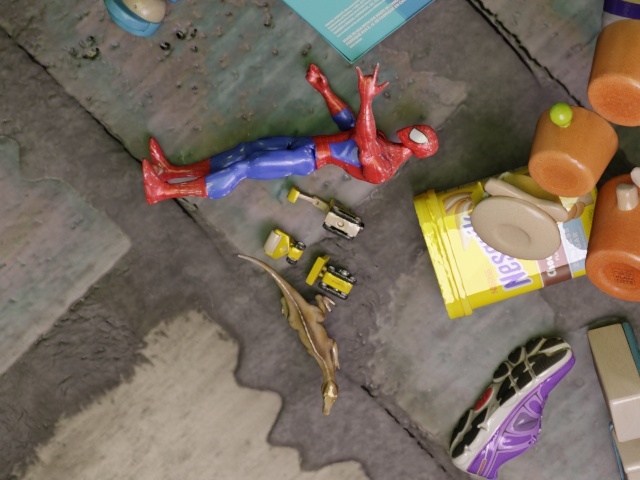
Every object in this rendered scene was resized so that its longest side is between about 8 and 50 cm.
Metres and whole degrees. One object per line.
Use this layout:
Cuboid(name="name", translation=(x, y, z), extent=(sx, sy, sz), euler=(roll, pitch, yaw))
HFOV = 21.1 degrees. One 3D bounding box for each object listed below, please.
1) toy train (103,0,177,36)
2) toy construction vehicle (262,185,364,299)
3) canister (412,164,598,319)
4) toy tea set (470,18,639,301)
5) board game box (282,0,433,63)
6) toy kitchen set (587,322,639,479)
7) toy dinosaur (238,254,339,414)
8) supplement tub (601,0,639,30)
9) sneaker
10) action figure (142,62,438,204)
Cuboid(name="toy train", translation=(-0.212, -0.312, 1.604), extent=(0.248, 0.105, 0.143), euler=(37, 114, -6))
Cuboid(name="toy construction vehicle", translation=(0.000, 0.000, 1.693), extent=(0.098, 0.035, 0.086), euler=(25, 112, -2))
Cuboid(name="canister", translation=(0.187, -0.008, 1.661), extent=(0.170, 0.073, 0.126), euler=(-18, 101, 4))
Cuboid(name="toy tea set", translation=(0.271, -0.079, 1.491), extent=(0.200, 0.336, 0.124), euler=(27, 58, -1))
Cuboid(name="board game box", translation=(0.004, -0.345, 1.497), extent=(0.254, 0.079, 0.336), euler=(-35, 120, 30))
Cuboid(name="toy kitchen set", translation=(0.369, 0.183, 1.692), extent=(0.166, 0.122, 0.207), euler=(-14, 121, 5))
Cuboid(name="toy dinosaur", translation=(-0.014, 0.076, 1.676), extent=(0.053, 0.092, 0.183), euler=(-26, 100, 7))
Cuboid(name="supplement tub", translation=(0.382, -0.316, 1.499), extent=(0.241, 0.241, 0.331), euler=(6, 103, 1))
Cuboid(name="sneaker", translation=(0.199, 0.167, 1.713), extent=(0.071, 0.068, 0.170), euler=(30, 111, -20))
Cuboid(name="action figure", translation=(-0.030, -0.113, 1.632), extent=(0.280, 0.091, 0.139), euler=(-3, 115, 3))
